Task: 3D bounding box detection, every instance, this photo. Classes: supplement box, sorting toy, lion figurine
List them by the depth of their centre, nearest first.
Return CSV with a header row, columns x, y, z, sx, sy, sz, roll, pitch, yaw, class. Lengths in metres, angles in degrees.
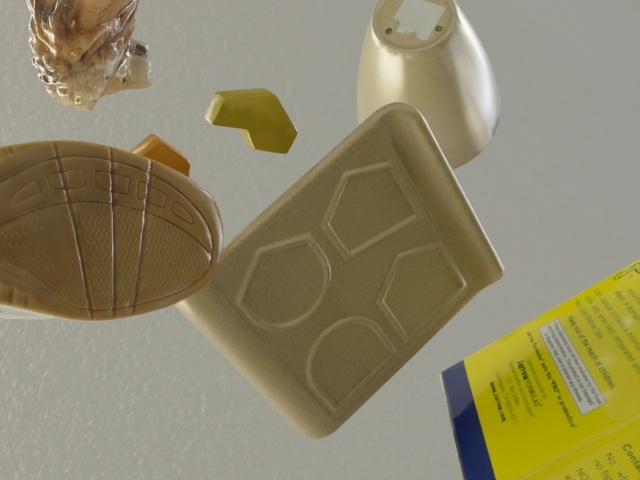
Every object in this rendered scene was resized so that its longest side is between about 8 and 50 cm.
x,y,z,sx,sy,sz,roll,pitch,yaw,class
0.000,0.000,0.588,0.229,0.041,0.307,-40,-54,-5,sorting toy
0.302,0.131,0.593,0.194,0.357,0.195,54,-167,-15,supplement box
-0.197,-0.278,0.700,0.142,0.392,0.240,22,-104,-10,lion figurine

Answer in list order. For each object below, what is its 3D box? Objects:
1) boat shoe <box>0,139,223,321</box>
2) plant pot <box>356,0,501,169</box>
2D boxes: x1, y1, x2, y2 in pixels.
x,y,z,sx,sy,sz,roll,pitch,yaw,class
-0.187,-0.005,0.418,0.277,0.096,0.098,2,-92,-40,boat shoe
0.167,-0.284,1.249,0.257,0.274,0.256,-4,-113,11,plant pot
